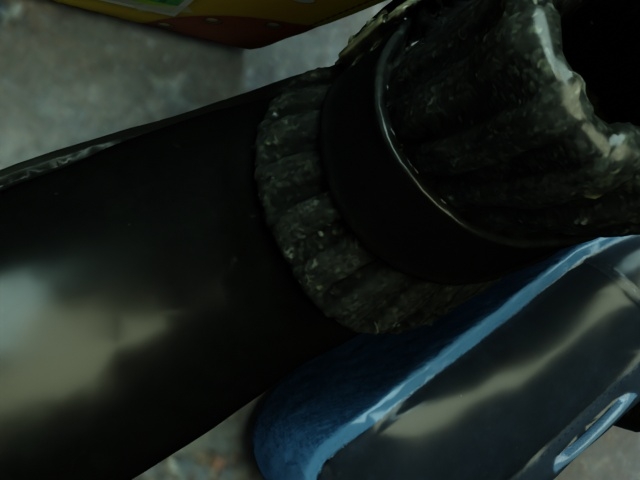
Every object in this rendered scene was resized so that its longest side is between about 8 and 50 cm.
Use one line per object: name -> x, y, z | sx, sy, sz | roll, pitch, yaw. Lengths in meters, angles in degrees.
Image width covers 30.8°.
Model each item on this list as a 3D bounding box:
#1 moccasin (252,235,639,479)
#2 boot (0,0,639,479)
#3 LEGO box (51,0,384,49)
moccasin -> 0.123, 0.045, 0.578 | 0.342, 0.138, 0.116 | -31, 107, -16
boot -> -0.001, -0.004, 0.407 | 0.348, 0.260, 0.131 | -34, 104, -30
LEGO box -> -0.177, -0.307, 0.360 | 0.500, 0.193, 0.372 | 9, 81, -32
